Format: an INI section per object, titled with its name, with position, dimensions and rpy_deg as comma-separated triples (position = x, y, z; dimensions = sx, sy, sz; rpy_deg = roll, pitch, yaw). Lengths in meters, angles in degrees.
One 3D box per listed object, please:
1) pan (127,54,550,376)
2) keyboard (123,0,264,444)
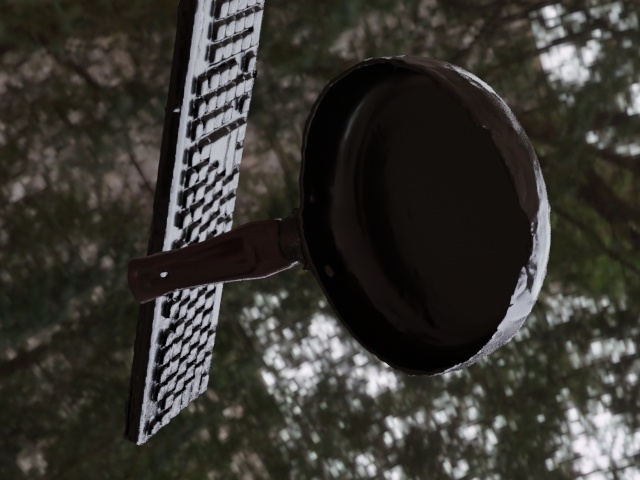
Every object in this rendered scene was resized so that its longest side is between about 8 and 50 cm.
[pan]
position = 0.002, 0.000, 0.533
dimensions = 0.212, 0.115, 0.040
rpy_deg = -14, 180, 45
[keyboard]
position = -0.062, -0.018, 0.691
dimensions = 0.017, 0.251, 0.087
rpy_deg = 18, -156, 17
